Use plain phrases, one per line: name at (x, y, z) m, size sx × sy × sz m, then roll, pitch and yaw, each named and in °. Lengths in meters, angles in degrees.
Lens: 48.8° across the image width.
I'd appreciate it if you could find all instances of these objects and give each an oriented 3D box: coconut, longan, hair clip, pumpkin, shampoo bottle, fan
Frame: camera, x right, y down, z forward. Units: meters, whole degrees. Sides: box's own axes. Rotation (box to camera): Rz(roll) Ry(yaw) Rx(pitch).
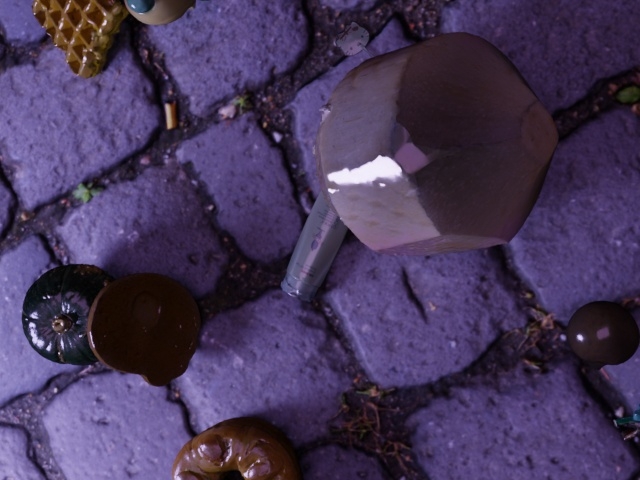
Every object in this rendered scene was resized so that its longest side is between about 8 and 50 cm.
coconut at (0.175, -0.137, 1.031) m, size 0.353 × 0.352 × 0.352 m, roll 0°, pitch 90°, yaw 12°
longan at (0.432, 0.147, 1.080) m, size 0.113 × 0.092 × 0.113 m, roll -1°, pitch 110°, yaw -3°
hair clip at (0.539, 0.264, 1.079) m, size 0.173 × 0.049 × 0.049 m, roll -21°, pitch 86°, yaw 13°
pumpkin at (-0.423, 0.129, 1.234) m, size 0.190 × 0.146 × 0.190 m, roll -1°, pitch 93°, yaw -14°
shampoo bottle at (0.000, 0.000, 1.193) m, size 0.072 × 0.049 × 0.212 m, roll 24°, pitch 95°, yaw 7°
fan at (0.066, -0.333, 1.202) m, size 0.083 × 0.004 × 0.056 m, roll 45°, pitch 99°, yaw 8°

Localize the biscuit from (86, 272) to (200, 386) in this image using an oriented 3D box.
biscuit at (-0.300, 0.144, 1.200) m, size 0.049 × 0.208 × 0.180 m, roll 1°, pitch 68°, yaw 50°

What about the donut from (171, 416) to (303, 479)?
donut at (-0.137, 0.409, 1.190) m, size 0.227 × 0.114 × 0.226 m, roll 0°, pitch 90°, yaw 13°

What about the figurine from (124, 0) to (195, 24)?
figurine at (-0.267, -0.519, 1.164) m, size 0.124 × 0.222 × 0.324 m, roll 5°, pitch 92°, yaw 15°

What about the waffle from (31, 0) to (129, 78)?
waffle at (-0.428, -0.437, 1.227) m, size 0.229 × 0.057 × 0.219 m, roll 54°, pitch 134°, yaw 7°
